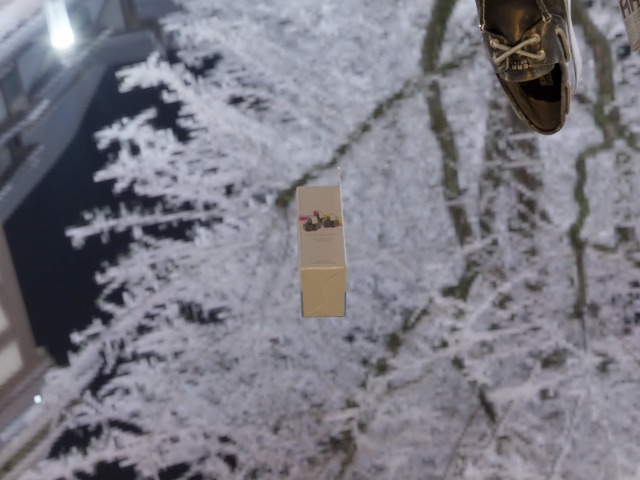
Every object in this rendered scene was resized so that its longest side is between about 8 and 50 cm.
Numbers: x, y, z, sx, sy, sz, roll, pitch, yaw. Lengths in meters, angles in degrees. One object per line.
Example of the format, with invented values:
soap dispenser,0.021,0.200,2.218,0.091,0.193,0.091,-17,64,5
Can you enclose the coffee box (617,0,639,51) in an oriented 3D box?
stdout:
coffee box,0.416,-0.366,1.470,0.141,0.246,0.098,-15,175,-9

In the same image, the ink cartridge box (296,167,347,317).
ink cartridge box,0.000,0.000,1.636,0.062,0.104,0.181,-1,-131,-2

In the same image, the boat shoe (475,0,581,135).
boat shoe,0.234,-0.231,1.422,0.108,0.301,0.102,0,-120,21
